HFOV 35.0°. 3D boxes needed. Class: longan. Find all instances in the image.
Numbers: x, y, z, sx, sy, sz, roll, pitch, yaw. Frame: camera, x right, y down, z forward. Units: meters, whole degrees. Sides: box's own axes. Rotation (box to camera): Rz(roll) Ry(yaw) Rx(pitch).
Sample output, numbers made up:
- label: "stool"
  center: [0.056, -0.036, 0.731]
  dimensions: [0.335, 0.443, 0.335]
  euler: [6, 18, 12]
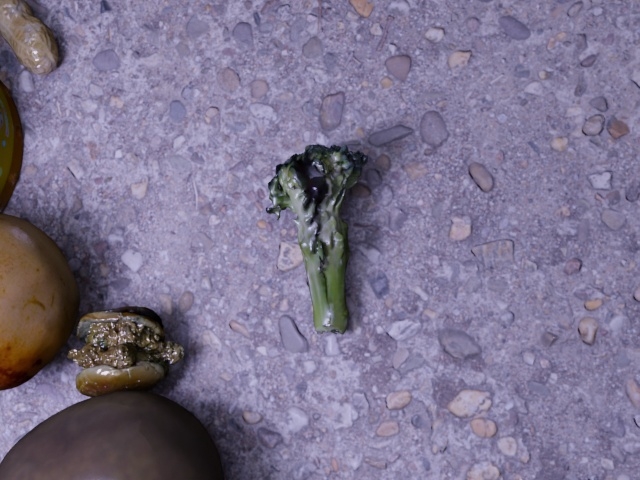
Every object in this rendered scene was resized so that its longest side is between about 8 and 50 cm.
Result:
- label: "longan"
  center: [-0.318, 0.397, 1.526]
  dimensions: [0.360, 0.361, 0.361]
  euler: [-2, 81, 12]

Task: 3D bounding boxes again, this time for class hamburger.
- label: "hamburger"
  center: [-0.308, 0.189, 1.629]
  dimensions: [0.184, 0.159, 0.131]
  euler: [-7, 65, 2]

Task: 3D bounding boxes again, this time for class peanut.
- label: "peanut"
  center: [-0.521, -0.369, 1.799]
  dimensions: [0.080, 0.080, 0.174]
  euler: [-38, 76, 4]

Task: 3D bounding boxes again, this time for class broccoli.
- label: "broccoli"
  center: [0.007, 0.000, 1.609]
  dimensions: [0.145, 0.165, 0.304]
  euler: [-5, 94, -20]

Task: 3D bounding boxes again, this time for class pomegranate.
- label: "pomegranate"
  center: [-0.544, 0.082, 1.610]
  dimensions: [0.319, 0.319, 0.319]
  euler: [-2, 81, 12]

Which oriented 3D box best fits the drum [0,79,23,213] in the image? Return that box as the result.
- label: "drum"
  center: [-0.746, -0.168, 1.748]
  dimensions: [0.431, 0.214, 0.431]
  euler: [-2, 82, 12]
